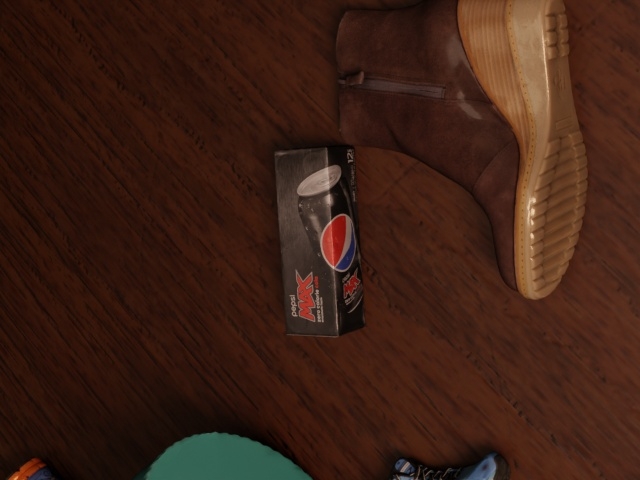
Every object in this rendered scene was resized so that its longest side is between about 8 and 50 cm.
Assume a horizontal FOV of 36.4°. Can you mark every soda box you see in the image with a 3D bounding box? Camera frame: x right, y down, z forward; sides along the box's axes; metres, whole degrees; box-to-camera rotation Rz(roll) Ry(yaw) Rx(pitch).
[{"bbox_3d":[0.000,0.000,0.877,0.060,0.053,0.169,-1,96,31],"label":"soda box"}]

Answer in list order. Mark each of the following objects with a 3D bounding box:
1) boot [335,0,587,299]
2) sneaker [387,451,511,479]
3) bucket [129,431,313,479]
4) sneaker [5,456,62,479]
[{"bbox_3d":[0.108,-0.081,0.804,0.207,0.090,0.248,3,99,42],"label":"boot"},{"bbox_3d":[0.090,0.220,0.845,0.162,0.063,0.073,-36,74,28],"label":"sneaker"},{"bbox_3d":[-0.098,0.318,0.851,0.281,0.281,0.183,50,118,16],"label":"bucket"},{"bbox_3d":[-0.333,0.359,1.101,0.087,0.083,0.221,25,111,18],"label":"sneaker"}]
